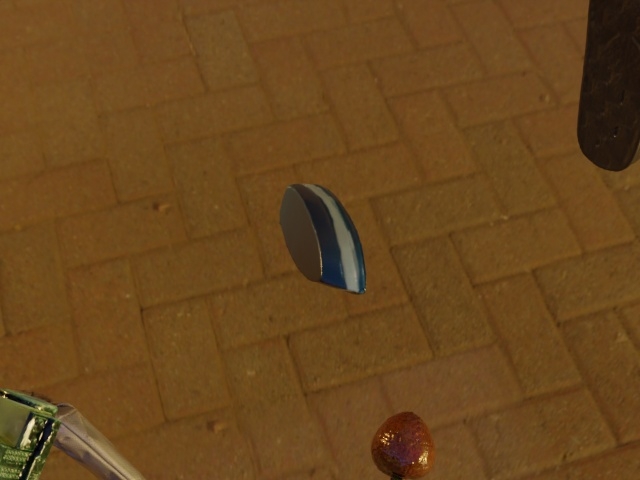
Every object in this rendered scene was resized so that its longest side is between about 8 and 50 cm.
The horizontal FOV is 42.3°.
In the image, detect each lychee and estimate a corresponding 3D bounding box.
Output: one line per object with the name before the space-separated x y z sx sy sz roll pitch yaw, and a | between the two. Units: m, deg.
lychee | 0.125 0.337 1.288 0.114 0.101 0.140 4 91 44

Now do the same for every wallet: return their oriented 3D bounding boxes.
wallet | -0.369 0.340 1.309 0.068 0.335 0.275 -46 112 -24

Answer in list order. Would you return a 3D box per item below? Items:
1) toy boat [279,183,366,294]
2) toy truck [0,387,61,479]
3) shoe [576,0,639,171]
toy boat | 0.000 0.000 1.139 0.062 0.096 0.299 11 20 -19
toy truck | -0.329 0.140 0.594 0.259 0.135 0.128 16 75 14
shoe | 0.226 -0.136 0.580 0.049 0.179 0.071 -26 44 -30
